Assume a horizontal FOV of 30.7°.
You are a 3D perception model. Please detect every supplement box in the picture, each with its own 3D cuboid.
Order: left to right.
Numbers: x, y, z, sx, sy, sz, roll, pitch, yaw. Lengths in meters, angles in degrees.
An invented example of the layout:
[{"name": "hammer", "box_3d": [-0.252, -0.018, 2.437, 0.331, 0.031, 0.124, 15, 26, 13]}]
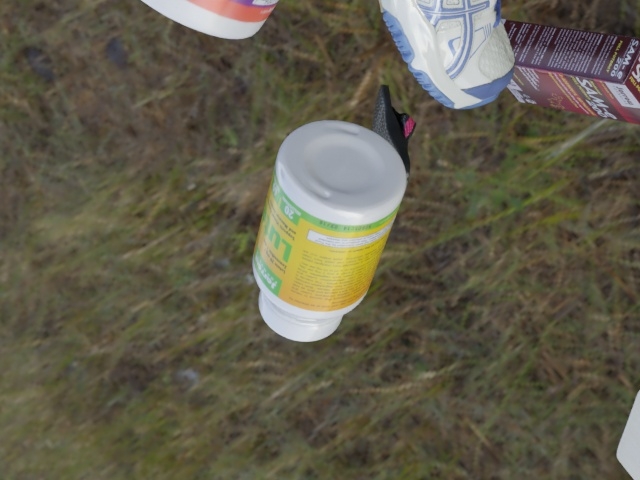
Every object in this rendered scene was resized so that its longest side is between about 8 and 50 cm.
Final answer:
[{"name": "supplement box", "box_3d": [0.357, -0.232, 1.613, 0.239, 0.073, 0.130, 18, 168, 44]}]

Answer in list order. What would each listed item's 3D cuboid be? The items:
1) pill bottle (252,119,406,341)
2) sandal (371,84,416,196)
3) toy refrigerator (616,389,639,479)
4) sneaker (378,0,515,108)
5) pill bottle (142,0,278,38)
[{"name": "pill bottle", "box_3d": [0.000, 0.000, 1.271, 0.136, 0.136, 0.246, 43, 143, 22]}, {"name": "sandal", "box_3d": [0.089, -0.112, 1.329, 0.179, 0.040, 0.067, -102, 16, -48]}, {"name": "toy refrigerator", "box_3d": [0.374, 0.236, 0.974, 0.269, 0.094, 0.102, 54, 153, 40]}, {"name": "sneaker", "box_3d": [0.095, -0.202, 0.794, 0.296, 0.131, 0.112, 49, -152, -48]}, {"name": "pill bottle", "box_3d": [-0.030, -0.210, 0.596, 0.108, 0.108, 0.193, 45, 116, 19]}]
